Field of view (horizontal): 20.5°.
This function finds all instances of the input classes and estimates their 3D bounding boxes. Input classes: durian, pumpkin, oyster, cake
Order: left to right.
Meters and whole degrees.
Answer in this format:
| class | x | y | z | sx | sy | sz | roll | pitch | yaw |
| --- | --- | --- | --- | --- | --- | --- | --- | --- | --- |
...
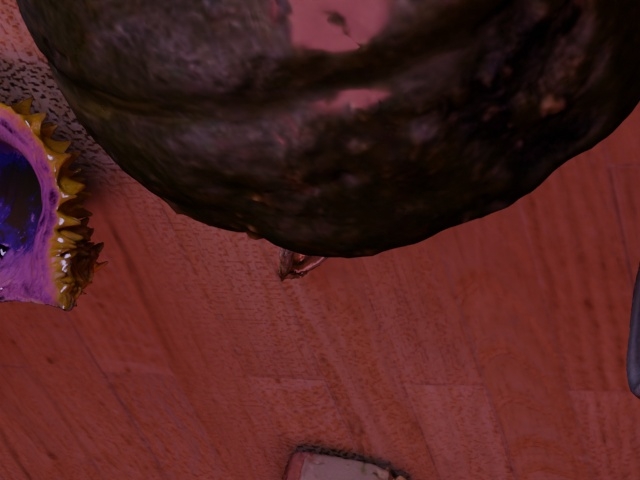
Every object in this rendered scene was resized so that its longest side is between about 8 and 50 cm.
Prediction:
| class | x | y | z | sx | sy | sz | roll | pitch | yaw |
| --- | --- | --- | --- | --- | --- | --- | --- | --- | --- |
| durian | -0.248 | -0.013 | 1.171 | 0.261 | 0.153 | 0.186 | 3 | 164 | 12 |
| oyster | -0.002 | -0.001 | 1.173 | 0.093 | 0.034 | 0.051 | -26 | 145 | 29 |
| pumpkin | 0.003 | -0.140 | 0.795 | 0.303 | 0.256 | 0.225 | -19 | 131 | 18 |
| cake | 0.012 | 0.242 | 1.489 | 0.109 | 0.090 | 0.225 | 12 | 163 | 1 |

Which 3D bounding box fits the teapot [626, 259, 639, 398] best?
| class | x | y | z | sx | sy | sz | roll | pitch | yaw |
| --- | --- | --- | --- | --- | --- | --- | --- | --- | --- |
| teapot | 0.321 | -0.044 | 0.779 | 0.312 | 0.233 | 0.314 | 12 | 116 | 4 |
